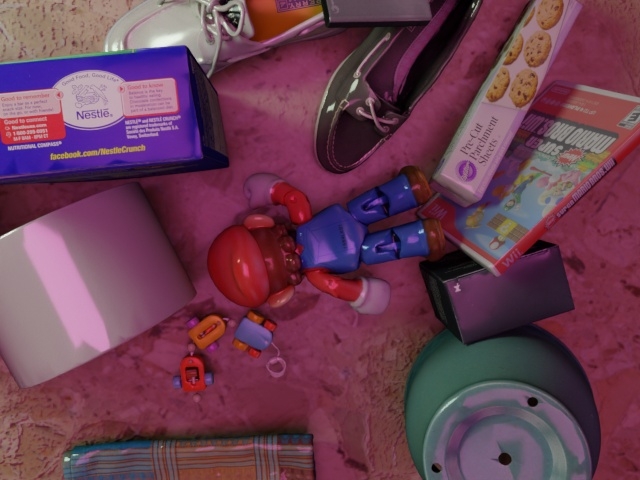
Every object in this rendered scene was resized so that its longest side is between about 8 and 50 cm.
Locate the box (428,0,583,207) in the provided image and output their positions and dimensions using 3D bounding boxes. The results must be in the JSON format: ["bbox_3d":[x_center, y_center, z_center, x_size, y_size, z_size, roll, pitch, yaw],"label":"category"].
[{"bbox_3d":[0.252,-0.199,0.860,0.067,0.063,0.324,31,79,-2],"label":"box"}]

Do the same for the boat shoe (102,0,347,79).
[{"bbox_3d":[-0.114,-0.290,0.823,0.367,0.156,0.135,-13,96,-2],"label":"boat shoe"}]

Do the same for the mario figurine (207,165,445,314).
[{"bbox_3d":[0.000,0.000,0.880,0.321,0.198,0.170,-15,140,6],"label":"mario figurine"}]

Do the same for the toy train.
[{"bbox_3d":[-0.136,0.162,0.927,0.166,0.046,0.125,-10,98,1],"label":"toy train"}]

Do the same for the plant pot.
[{"bbox_3d":[0.229,0.247,0.814,0.272,0.255,0.271,0,90,14],"label":"plant pot"}]

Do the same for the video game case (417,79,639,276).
[{"bbox_3d":[0.280,-0.095,0.845,0.285,0.204,0.025,-44,119,2],"label":"video game case"}]

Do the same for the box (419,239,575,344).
[{"bbox_3d":[0.237,0.061,0.878,0.156,0.158,0.093,-18,97,-1],"label":"box"}]

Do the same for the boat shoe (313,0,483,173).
[{"bbox_3d":[0.103,-0.233,0.854,0.112,0.095,0.335,29,97,-30],"label":"boat shoe"}]

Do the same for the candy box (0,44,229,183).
[{"bbox_3d":[-0.258,-0.133,0.751,0.268,0.317,0.122,-6,95,-4],"label":"candy box"}]

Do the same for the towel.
[{"bbox_3d":[-0.186,0.422,0.934,0.370,0.040,0.271,-4,97,4],"label":"towel"}]

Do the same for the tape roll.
[{"bbox_3d":[-0.304,0.051,0.805,0.246,0.246,0.169,-27,97,0],"label":"tape roll"}]

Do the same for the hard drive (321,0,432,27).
[{"bbox_3d":[0.064,-0.309,0.783,0.135,0.022,0.094,-7,79,-16],"label":"hard drive"}]
